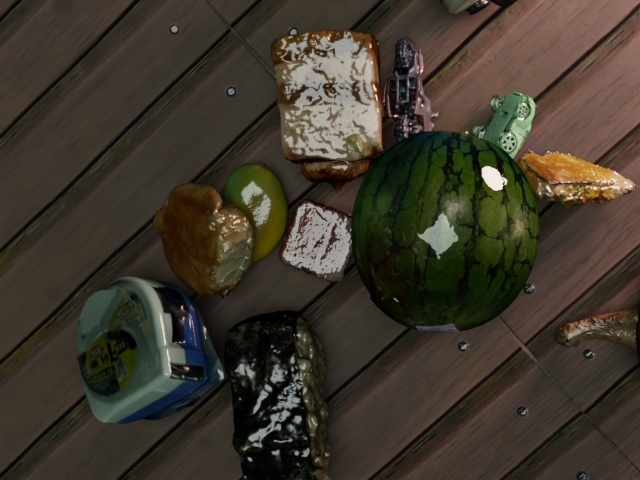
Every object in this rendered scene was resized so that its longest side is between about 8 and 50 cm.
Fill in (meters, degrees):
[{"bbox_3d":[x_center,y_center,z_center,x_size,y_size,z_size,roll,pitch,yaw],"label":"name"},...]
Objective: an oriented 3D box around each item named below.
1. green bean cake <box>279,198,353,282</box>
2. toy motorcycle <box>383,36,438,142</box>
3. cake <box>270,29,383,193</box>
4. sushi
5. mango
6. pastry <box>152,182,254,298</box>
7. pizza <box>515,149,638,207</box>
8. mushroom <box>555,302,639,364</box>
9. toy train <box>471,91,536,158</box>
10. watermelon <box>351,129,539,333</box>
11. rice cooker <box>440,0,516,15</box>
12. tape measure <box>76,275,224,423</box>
[{"bbox_3d":[0.000,0.000,1.978,0.136,0.056,0.135,21,94,-3],"label":"green bean cake"},{"bbox_3d":[0.167,-0.267,1.935,0.084,0.118,0.212,-4,79,26],"label":"toy motorcycle"},{"bbox_3d":[0.016,-0.231,1.905,0.196,0.199,0.293,-2,94,4],"label":"cake"},{"bbox_3d":[-0.070,0.306,1.933,0.171,0.211,0.350,-8,83,14],"label":"sushi"},{"bbox_3d":[-0.122,-0.054,1.987,0.122,0.085,0.191,-9,103,-2],"label":"mango"},{"bbox_3d":[-0.215,0.002,1.949,0.218,0.100,0.229,-1,101,46],"label":"pastry"},{"bbox_3d":[0.454,-0.106,1.895,0.226,0.147,0.069,-4,123,-34],"label":"pizza"},{"bbox_3d":[0.542,0.154,1.905,0.218,0.148,0.227,3,88,23],"label":"mushroom"},{"bbox_3d":[0.345,-0.199,1.923,0.081,0.099,0.149,32,89,-29],"label":"toy train"},{"bbox_3d":[0.218,-0.018,1.821,0.363,0.363,0.363,0,93,7],"label":"watermelon"},{"bbox_3d":[0.280,-0.526,1.844,0.226,0.226,0.244,-28,89,7],"label":"rice cooker"},{"bbox_3d":[-0.338,0.199,1.937,0.259,0.138,0.262,-32,67,33],"label":"tape measure"}]
